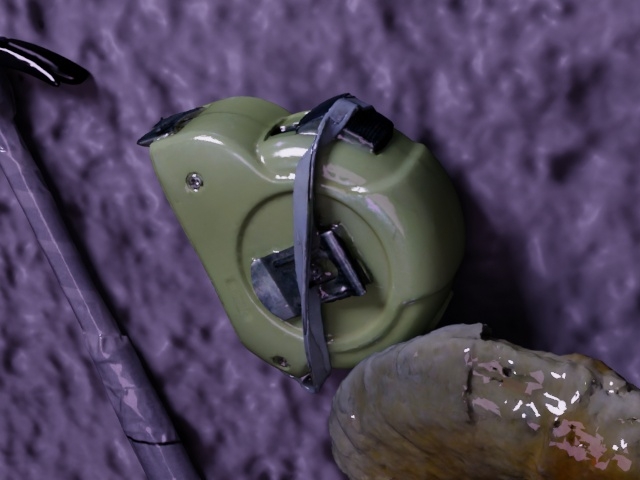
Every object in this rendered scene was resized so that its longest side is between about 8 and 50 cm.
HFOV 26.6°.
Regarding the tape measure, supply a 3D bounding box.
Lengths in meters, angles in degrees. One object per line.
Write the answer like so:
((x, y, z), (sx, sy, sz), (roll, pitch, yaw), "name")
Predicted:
((0.000, 0.000, 0.845), (0.175, 0.106, 0.200), (-13, 108, 27), "tape measure")

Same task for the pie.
((0.132, 0.161, 0.819), (0.306, 0.071, 0.306), (24, 148, 16), "pie")

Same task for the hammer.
((-0.169, 0.056, 0.969), (0.152, 0.044, 0.427), (-16, 106, 24), "hammer")
